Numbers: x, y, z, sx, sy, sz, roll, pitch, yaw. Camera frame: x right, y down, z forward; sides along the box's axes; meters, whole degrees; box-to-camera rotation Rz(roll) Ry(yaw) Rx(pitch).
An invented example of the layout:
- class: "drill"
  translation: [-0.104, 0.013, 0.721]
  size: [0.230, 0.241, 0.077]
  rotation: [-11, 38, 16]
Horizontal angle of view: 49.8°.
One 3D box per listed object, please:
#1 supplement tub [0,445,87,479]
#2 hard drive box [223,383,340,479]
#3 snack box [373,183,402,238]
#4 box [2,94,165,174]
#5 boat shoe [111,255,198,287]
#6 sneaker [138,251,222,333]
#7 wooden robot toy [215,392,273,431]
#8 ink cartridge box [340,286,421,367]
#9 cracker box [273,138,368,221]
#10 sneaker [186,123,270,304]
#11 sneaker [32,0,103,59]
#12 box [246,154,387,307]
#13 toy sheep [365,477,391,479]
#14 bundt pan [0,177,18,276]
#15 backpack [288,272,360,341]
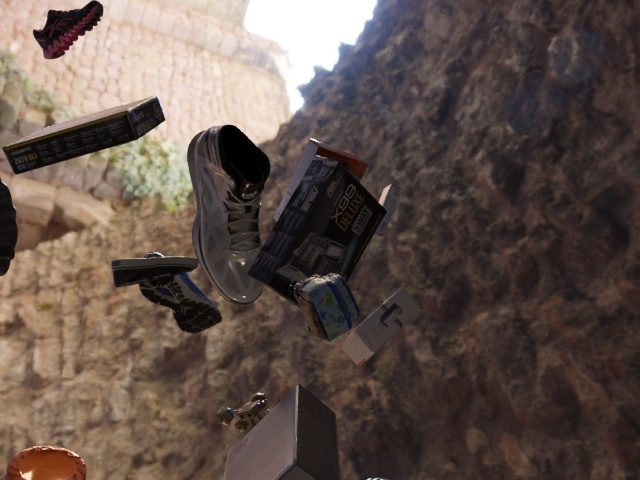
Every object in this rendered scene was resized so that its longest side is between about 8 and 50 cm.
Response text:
- class: "supplement tub"
  translation: [-0.625, 0.637, 1.498]
  size: [0.207, 0.207, 0.338]
  rotation: [-132, -123, -64]
- class: "hard drive box"
  translation: [-0.063, 0.352, 1.036]
  size: [0.181, 0.089, 0.232]
  rotation: [-47, -169, 11]
- class: "snack box"
  translation: [0.175, -0.079, 1.903]
  size: [0.100, 0.037, 0.141]
  rotation: [139, -27, -82]
- class: "box"
  translation: [-0.571, -0.267, 1.707]
  size: [0.257, 0.321, 0.079]
  rotation: [-77, 152, -71]
- class: "boat shoe"
  translation: [-0.378, 0.075, 1.587]
  size: [0.077, 0.219, 0.070]
  rotation: [-10, -96, 47]
- class: "sneaker"
  translation: [-0.387, 0.140, 1.944]
  size: [0.129, 0.330, 0.147]
  rotation: [-26, -135, 9]
- class: "wooden robot toy"
  translation: [-0.148, 0.381, 1.544]
  size: [0.173, 0.076, 0.079]
  rotation: [-19, -160, 36]
- class: "ink cartridge box"
  translation: [0.178, 0.255, 2.030]
  size: [0.092, 0.218, 0.158]
  rotation: [48, -28, 11]
- class: "cracker box"
  translation: [0.000, -0.124, 1.762]
  size: [0.232, 0.155, 0.067]
  rotation: [-64, -147, 18]
- class: "sneaker"
  translation: [-0.206, -0.059, 1.631]
  size: [0.257, 0.169, 0.448]
  rotation: [177, -100, -68]
- class: "sneaker"
  translation: [-0.364, -0.312, 0.984]
  size: [0.119, 0.057, 0.047]
  rotation: [-33, -175, 16]
- class: "box"
  translation: [0.000, 0.000, 1.550]
  size: [0.076, 0.242, 0.308]
  rotation: [23, -100, 39]
- class: "toy sheep"
  translation: [0.103, 0.450, 1.176]
  size: [0.132, 0.091, 0.091]
  rotation: [1, -104, 42]
- class: "bundt pan"
  translation: [-0.978, -0.040, 1.890]
  size: [0.330, 0.124, 0.331]
  rotation: [5, -82, 35]
- class: "backpack"
  translation: [0.012, 0.105, 1.116]
  size: [0.105, 0.084, 0.114]
  rotation: [65, -10, -10]
